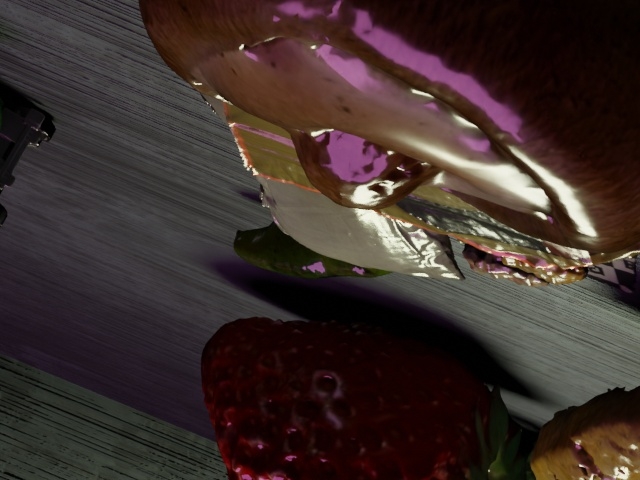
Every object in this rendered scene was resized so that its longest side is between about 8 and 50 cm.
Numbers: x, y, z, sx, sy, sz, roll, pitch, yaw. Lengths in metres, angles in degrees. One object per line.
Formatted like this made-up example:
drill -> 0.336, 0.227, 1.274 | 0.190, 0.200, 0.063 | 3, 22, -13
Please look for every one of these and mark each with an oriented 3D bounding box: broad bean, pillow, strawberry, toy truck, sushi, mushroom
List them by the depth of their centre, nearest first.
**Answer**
mushroom -> 0.045, -0.090, 0.817 | 0.253, 0.153, 0.253 | 23, 170, 4
pillow -> 0.003, -0.048, 1.282 | 0.148, 0.050, 0.229 | 13, 157, 28
sushi -> 0.119, -0.004, 1.328 | 0.193, 0.040, 0.210 | 20, 168, 10
broad bean -> 0.007, 0.005, 1.556 | 0.061, 0.046, 0.195 | 42, 156, -26
toy truck -> -0.309, -0.075, 1.654 | 0.125, 0.101, 0.242 | 30, 164, -14
strawberry -> 0.027, 0.217, 1.903 | 0.310, 0.291, 0.292 | 0, 160, 20

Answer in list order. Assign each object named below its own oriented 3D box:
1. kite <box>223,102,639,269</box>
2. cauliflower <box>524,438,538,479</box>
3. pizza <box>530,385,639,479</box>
kite -> 0.051, -0.074, 1.101 | 0.327, 0.013, 0.377 | 37, 155, -24
cauliflower -> 0.195, 0.286, 2.169 | 0.250, 0.275, 0.272 | -25, 109, 24
pizza -> 0.328, 0.155, 1.376 | 0.392, 0.080, 0.435 | 3, 160, 20
